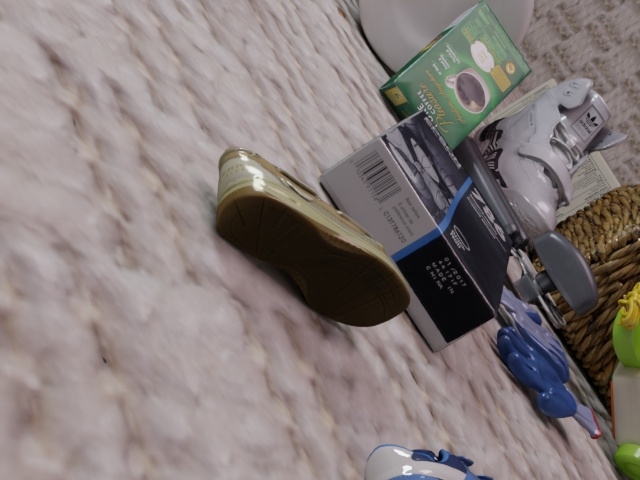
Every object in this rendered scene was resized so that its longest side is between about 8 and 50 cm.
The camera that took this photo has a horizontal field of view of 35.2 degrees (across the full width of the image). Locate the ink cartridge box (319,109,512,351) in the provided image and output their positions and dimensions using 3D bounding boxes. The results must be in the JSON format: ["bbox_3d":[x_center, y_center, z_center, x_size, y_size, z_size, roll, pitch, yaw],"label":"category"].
[{"bbox_3d":[0.100,-0.028,0.901,0.165,0.065,0.332,55,16,-4],"label":"ink cartridge box"}]

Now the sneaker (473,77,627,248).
[{"bbox_3d":[0.354,-0.134,1.535,0.137,0.210,0.366,51,18,-18],"label":"sneaker"}]

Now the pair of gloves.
[{"bbox_3d":[0.216,0.116,1.015,0.159,0.023,0.198,42,21,-24],"label":"pair of gloves"}]

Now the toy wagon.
[{"bbox_3d":[0.431,0.176,1.195,0.344,0.068,0.267,49,62,-24],"label":"toy wagon"}]

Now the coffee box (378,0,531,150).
[{"bbox_3d":[0.165,-0.194,1.217,0.113,0.184,0.040,52,-27,-15],"label":"coffee box"}]

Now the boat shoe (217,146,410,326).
[{"bbox_3d":[-0.002,0.001,0.581,0.153,0.056,0.048,33,33,-38],"label":"boat shoe"}]

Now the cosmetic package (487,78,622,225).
[{"bbox_3d":[0.468,-0.145,1.963,0.113,0.160,0.309,34,29,-53],"label":"cosmetic package"}]

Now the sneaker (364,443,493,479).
[{"bbox_3d":[0.069,0.139,0.530,0.144,0.053,0.059,32,28,-57],"label":"sneaker"}]

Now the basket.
[{"bbox_3d":[0.437,0.066,1.401,0.223,0.213,0.299,55,17,-3],"label":"basket"}]

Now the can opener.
[{"bbox_3d":[0.240,-0.023,1.220,0.076,0.095,0.283,29,33,-59],"label":"can opener"}]

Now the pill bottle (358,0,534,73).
[{"bbox_3d":[0.175,-0.370,1.439,0.224,0.224,0.392,52,18,-15],"label":"pill bottle"}]
